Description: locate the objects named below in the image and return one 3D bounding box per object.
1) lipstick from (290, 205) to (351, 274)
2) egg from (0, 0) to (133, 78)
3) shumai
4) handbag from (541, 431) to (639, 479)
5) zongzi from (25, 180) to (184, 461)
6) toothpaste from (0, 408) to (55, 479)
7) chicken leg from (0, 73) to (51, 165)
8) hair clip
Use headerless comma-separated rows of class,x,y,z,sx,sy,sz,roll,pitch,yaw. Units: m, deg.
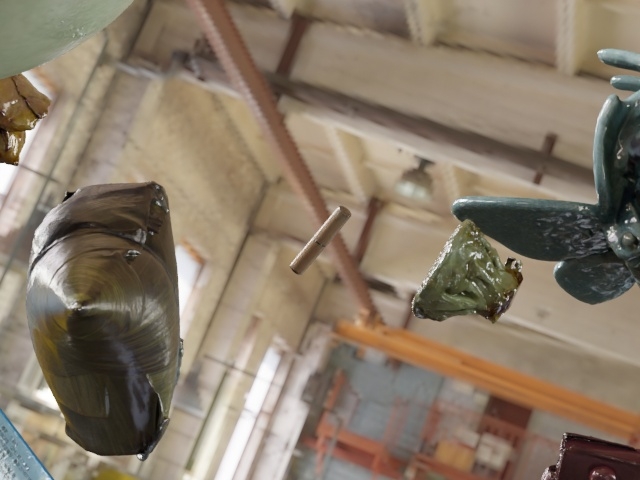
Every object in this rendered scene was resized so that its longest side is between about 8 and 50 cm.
lipstick,0.000,0.000,1.480,0.019,0.094,0.019,31,28,-19
egg,-0.159,-0.157,0.559,0.186,0.186,0.253,32,-19,-35
shumai,0.150,0.043,1.347,0.087,0.099,0.123,31,-26,5
handbag,0.312,0.310,1.349,0.216,0.203,0.074,13,9,6
zongzi,-0.287,0.166,1.790,0.208,0.403,0.432,-1,21,-4
toothpaste,-0.323,0.187,1.277,0.050,0.065,0.266,-13,-65,54
chicken leg,-0.473,-0.203,1.704,0.295,0.182,0.409,2,-62,30
hair clip,0.412,-0.047,1.608,0.392,0.238,0.318,13,-17,36
